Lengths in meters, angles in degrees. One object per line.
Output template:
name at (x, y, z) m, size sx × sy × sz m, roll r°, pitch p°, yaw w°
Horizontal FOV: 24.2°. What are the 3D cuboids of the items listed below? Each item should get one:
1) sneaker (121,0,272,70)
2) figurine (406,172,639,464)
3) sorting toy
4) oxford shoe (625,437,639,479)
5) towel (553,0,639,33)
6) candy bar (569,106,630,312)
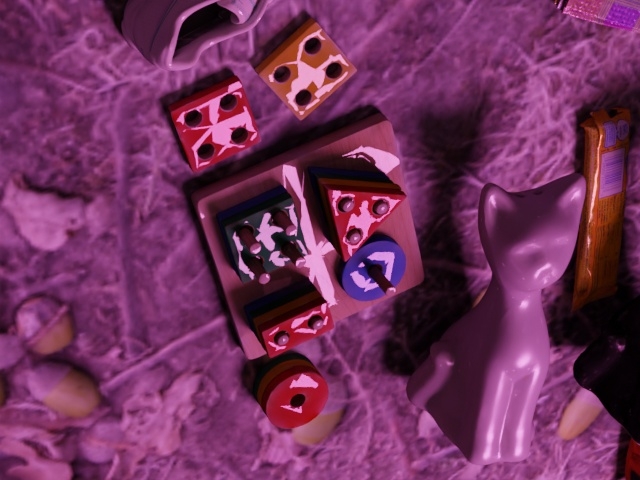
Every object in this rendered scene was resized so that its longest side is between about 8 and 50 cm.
sneaker at (-0.038, -0.145, 0.809) m, size 0.152 × 0.061 × 0.054 m, roll -43°, pitch 127°, yaw 2°
figurine at (0.179, 0.040, 0.995) m, size 0.214 × 0.092 × 0.209 m, roll -3°, pitch 128°, yaw -19°
sorting toy at (0.000, 0.000, 0.929) m, size 0.132 × 0.046 × 0.275 m, roll -24°, pitch 127°, yaw -12°
oxford shoe at (0.305, 0.101, 1.129) m, size 0.098 × 0.097 × 0.271 m, roll -20°, pitch 135°, yaw -32°
towel at (0.191, -0.164, 0.943) m, size 0.083 × 0.009 × 0.060 m, roll 9°, pitch 115°, yaw -31°
candy bar at (0.194, -0.020, 1.031) m, size 0.040 × 0.018 × 0.161 m, roll -17°, pitch 126°, yaw -20°
